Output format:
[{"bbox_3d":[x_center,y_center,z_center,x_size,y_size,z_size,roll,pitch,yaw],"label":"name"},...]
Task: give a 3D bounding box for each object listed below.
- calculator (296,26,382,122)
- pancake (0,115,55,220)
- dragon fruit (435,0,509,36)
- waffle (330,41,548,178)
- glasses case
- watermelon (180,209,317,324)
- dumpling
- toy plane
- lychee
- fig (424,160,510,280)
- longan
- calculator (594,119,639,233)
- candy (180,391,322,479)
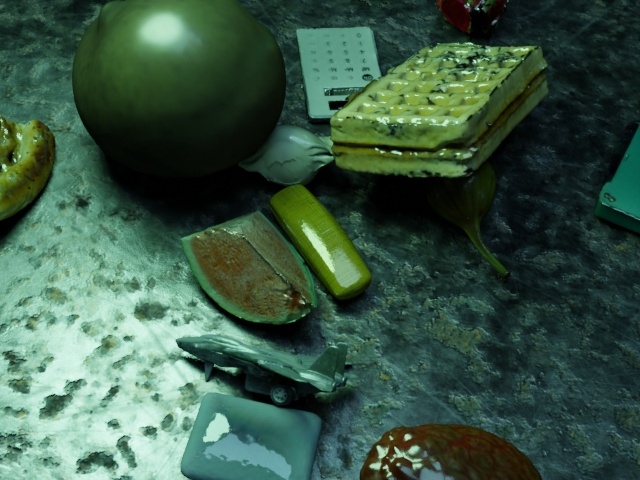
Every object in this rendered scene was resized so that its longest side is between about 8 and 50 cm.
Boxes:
[{"bbox_3d":[0.040,-0.319,1.837,0.161,0.021,0.262,-3,51,-8],"label":"calculator"},{"bbox_3d":[-0.544,-0.163,1.556,0.244,0.057,0.266,53,28,-12],"label":"pancake"},{"bbox_3d":[0.325,-0.507,1.940,0.172,0.166,0.160,-42,26,-20],"label":"dragon fruit"},{"bbox_3d":[0.215,-0.233,1.632,0.261,0.114,0.376,5,31,34],"label":"waffle"},{"bbox_3d":[0.000,0.000,1.549,0.079,0.064,0.234,-25,58,-19],"label":"glasses case"},{"bbox_3d":[-0.089,0.042,1.497,0.231,0.128,0.146,46,32,12],"label":"watermelon"},{"bbox_3d":[-0.052,-0.153,1.649,0.188,0.108,0.127,-3,26,8],"label":"dumpling"},{"bbox_3d":[-0.091,0.185,1.379,0.267,0.212,0.088,2,91,18],"label":"toy plane"},{"bbox_3d":[0.163,0.353,1.185,0.255,0.300,0.255,-20,27,11],"label":"lychee"},{"bbox_3d":[0.252,-0.038,1.592,0.124,0.124,0.236,-12,71,-15],"label":"fig"},{"bbox_3d":[-0.236,-0.261,1.554,0.361,0.361,0.361,3,51,-4],"label":"longan"},{"bbox_3d":[0.631,-0.088,1.690,0.248,0.058,0.274,23,53,13],"label":"calculator"},{"bbox_3d":[-0.093,0.282,1.309,0.174,0.071,0.138,12,48,3],"label":"candy"}]
